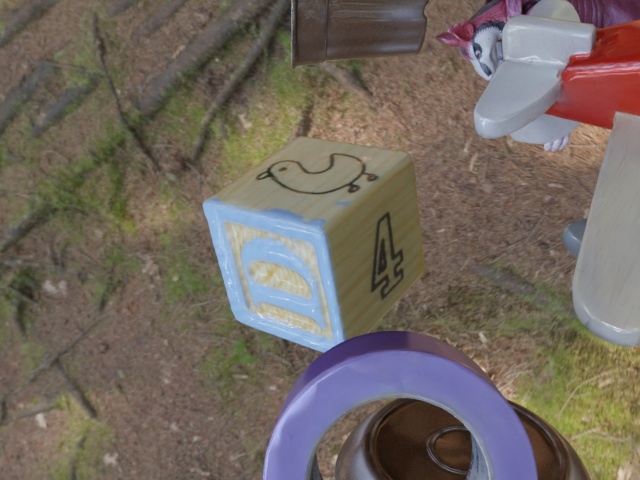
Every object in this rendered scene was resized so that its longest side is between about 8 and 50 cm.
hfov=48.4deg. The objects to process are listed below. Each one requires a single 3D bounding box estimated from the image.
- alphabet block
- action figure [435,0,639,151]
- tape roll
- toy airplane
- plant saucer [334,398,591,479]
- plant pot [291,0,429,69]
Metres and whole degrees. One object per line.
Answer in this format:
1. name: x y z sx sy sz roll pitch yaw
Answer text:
1. alphabet block: 0.000 0.000 0.912 0.192 0.197 0.193 15 129 33
2. action figure: 0.331 -0.289 0.919 0.248 0.370 0.275 -120 30 -49
3. tape roll: 0.055 0.165 0.522 0.189 0.080 0.189 0 92 3
4. toy airplane: 0.340 -0.111 0.634 0.386 0.384 0.272 -33 123 10
5. plant saucer: 0.172 0.269 0.863 0.311 0.310 0.050 11 117 24
6. plant pot: 0.046 -0.298 0.894 0.165 0.167 0.167 1 95 -1
